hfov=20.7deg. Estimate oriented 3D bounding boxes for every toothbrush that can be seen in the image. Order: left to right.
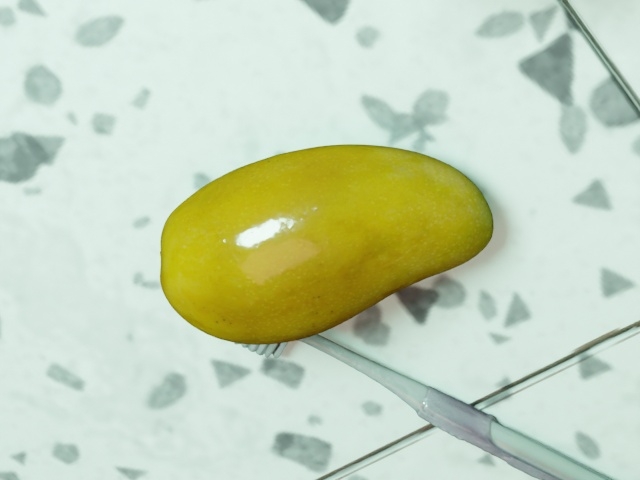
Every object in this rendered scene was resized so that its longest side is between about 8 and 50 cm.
[{"bbox_3d":[0.089,0.114,1.036,0.354,0.024,0.029,27,128,-5],"label":"toothbrush"}]

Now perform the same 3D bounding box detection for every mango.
[{"bbox_3d":[0.000,0.000,0.949,0.184,0.085,0.102,-13,119,12],"label":"mango"}]
